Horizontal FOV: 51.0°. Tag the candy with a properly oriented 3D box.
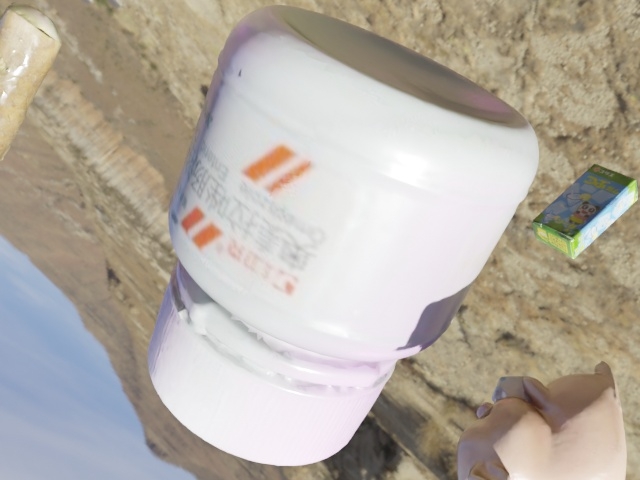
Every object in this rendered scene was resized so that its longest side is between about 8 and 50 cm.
[{"bbox_3d":[0.514,-0.059,1.300,0.097,0.194,0.062,36,160,46],"label":"candy"}]

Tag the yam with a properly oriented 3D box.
[{"bbox_3d":[-0.334,-0.084,0.635,0.066,0.300,0.066,26,179,1],"label":"yam"}]

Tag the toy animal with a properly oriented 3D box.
[{"bbox_3d":[0.326,0.300,0.997,0.195,0.256,0.213,79,-175,-52],"label":"toy animal"}]

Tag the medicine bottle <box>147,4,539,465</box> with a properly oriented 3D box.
[{"bbox_3d":[0.000,0.000,0.533,0.241,0.302,0.241,20,-155,-10],"label":"medicine bottle"}]
